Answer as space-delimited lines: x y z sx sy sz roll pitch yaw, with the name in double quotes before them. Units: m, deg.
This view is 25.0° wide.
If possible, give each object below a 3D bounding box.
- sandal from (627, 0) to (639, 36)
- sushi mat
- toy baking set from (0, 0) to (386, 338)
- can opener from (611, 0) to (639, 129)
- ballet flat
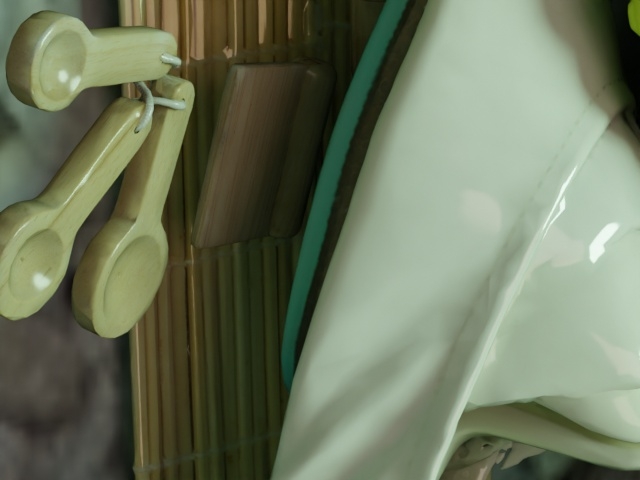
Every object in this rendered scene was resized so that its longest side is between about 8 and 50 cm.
"sandal" 0.178 -0.014 0.433 0.126 0.138 0.317 -34 109 -64
"sushi mat" 0.000 0.000 0.507 0.151 0.019 0.316 -5 98 -29
"toy baking set" -0.022 -0.081 0.374 0.197 0.030 0.256 -47 149 -42
"can opener" 0.115 -0.111 0.544 0.093 0.074 0.280 13 88 3
"ballet flat" 0.039 0.079 0.442 0.139 0.139 0.400 24 86 -31
